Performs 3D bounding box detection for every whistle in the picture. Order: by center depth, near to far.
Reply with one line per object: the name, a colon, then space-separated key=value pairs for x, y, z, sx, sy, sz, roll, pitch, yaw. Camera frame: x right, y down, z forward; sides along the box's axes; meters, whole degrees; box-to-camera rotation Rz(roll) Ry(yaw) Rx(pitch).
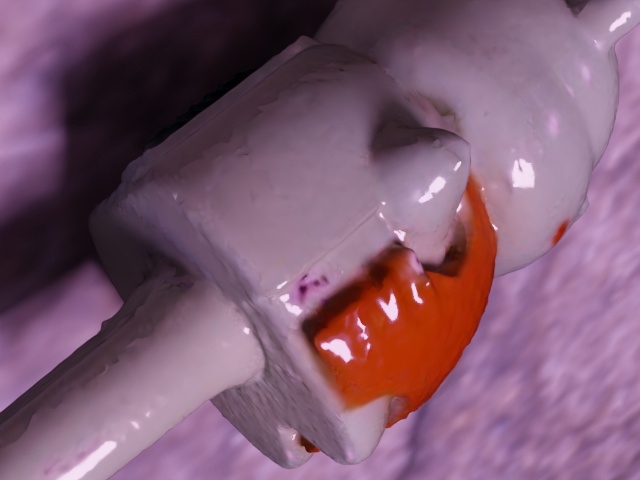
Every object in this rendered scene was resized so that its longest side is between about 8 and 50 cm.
whistle: x=0.000 y=-0.002 z=0.375 sx=0.253 sy=0.106 sz=0.102 roll=-39 pitch=157 yaw=-26
